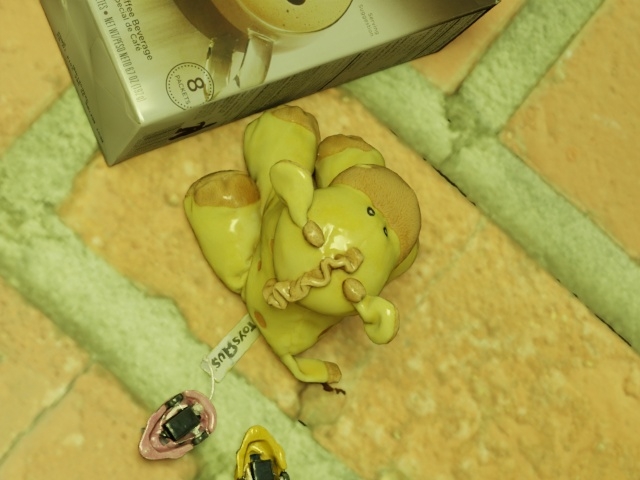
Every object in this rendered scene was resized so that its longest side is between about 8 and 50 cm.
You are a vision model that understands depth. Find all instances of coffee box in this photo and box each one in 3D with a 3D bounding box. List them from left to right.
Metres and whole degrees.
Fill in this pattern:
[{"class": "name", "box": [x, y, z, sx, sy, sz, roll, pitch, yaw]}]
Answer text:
[{"class": "coffee box", "box": [-0.041, -0.189, 1.123, 0.297, 0.119, 0.168, -22, 86, -22]}]

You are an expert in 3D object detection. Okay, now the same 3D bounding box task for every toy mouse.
[{"class": "toy mouse", "box": [-0.095, 0.166, 1.077, 0.143, 0.031, 0.161, -12, 83, -22]}]

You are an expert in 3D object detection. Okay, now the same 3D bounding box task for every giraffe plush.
[{"class": "giraffe plush", "box": [0.000, 0.000, 1.070, 0.181, 0.170, 0.210, 28, 71, -13]}]
